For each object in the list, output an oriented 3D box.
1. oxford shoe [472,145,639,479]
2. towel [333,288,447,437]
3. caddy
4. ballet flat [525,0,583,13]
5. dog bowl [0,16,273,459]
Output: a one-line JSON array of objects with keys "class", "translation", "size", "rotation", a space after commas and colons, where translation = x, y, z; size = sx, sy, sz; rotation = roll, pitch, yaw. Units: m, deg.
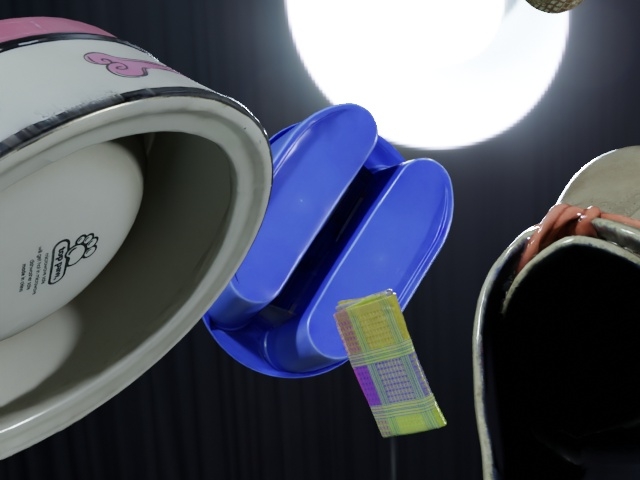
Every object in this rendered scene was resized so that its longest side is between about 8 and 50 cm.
[{"class": "oxford shoe", "translation": [0.121, 0.028, 0.393], "size": [0.123, 0.130, 0.348], "rotation": [-21, 23, 19]}, {"class": "towel", "translation": [0.038, 0.069, 0.616], "size": [0.009, 0.083, 0.060], "rotation": [-21, -2, -35]}, {"class": "caddy", "translation": [0.000, 0.000, 1.309], "size": [0.241, 0.341, 0.179], "rotation": [36, -19, -8]}, {"class": "ballet flat", "translation": [0.158, -0.223, 0.594], "size": [0.073, 0.206, 0.067], "rotation": [11, 18, -10]}, {"class": "dog bowl", "translation": [-0.240, 0.001, 0.863], "size": [0.408, 0.408, 0.150], "rotation": [-16, 55, -49]}]
